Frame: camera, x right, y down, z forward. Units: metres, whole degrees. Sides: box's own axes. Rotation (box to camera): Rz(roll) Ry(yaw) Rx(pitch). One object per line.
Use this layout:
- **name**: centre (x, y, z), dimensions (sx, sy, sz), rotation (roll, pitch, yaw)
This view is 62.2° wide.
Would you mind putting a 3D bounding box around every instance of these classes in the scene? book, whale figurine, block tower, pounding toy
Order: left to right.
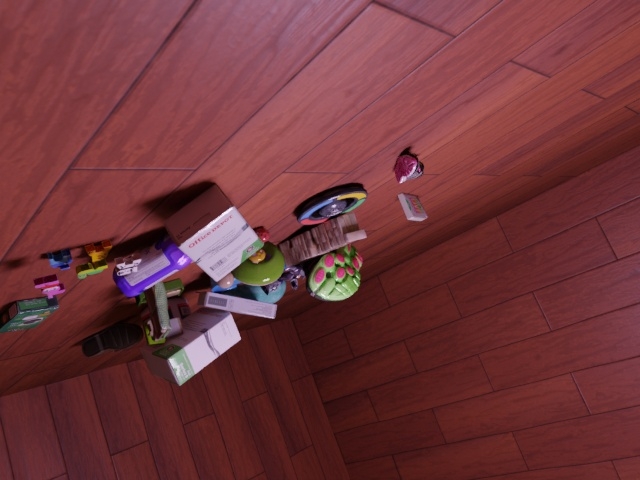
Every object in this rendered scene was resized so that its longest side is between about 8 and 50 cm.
- **pounding toy**: centre (-0.216, 0.039, 1.601), dimensions (0.237, 0.183, 0.110), rotation (-11, 139, -26)
- **whale figurine**: centre (-0.268, 0.207, 2.215), dimensions (0.272, 0.141, 0.216), rotation (-9, 164, -36)
- **block tower**: centre (0.000, 0.000, 1.802), dimensions (0.091, 0.097, 0.336), rotation (-16, 176, -43)
- **book**: centre (0.330, -0.120, 1.914), dimensions (0.035, 0.096, 0.144), rotation (-27, 167, 28)

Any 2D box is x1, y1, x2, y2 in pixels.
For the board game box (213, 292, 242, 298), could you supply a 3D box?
- **board game box**: centre (-0.338, 0.276, 2.315), dimensions (0.244, 0.042, 0.165), rotation (12, 175, 10)

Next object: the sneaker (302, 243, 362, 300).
- **sneaker**: centre (0.032, 0.130, 2.001), dimensions (0.202, 0.185, 0.483), rotation (-34, -177, 19)

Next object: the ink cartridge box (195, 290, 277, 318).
- **ink cartridge box**: centre (-0.338, 0.249, 2.058), dimensions (0.275, 0.060, 0.239), rotation (14, 168, -22)

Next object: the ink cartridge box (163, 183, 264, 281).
- **ink cartridge box**: centre (-0.242, -0.014, 1.234), dimensions (0.153, 0.087, 0.208), rotation (-37, 152, -6)

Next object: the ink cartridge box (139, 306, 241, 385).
- **ink cartridge box**: centre (-0.467, 0.373, 1.923), dimensions (0.211, 0.121, 0.289), rotation (2, -153, 45)

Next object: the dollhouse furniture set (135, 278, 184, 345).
- **dollhouse furniture set**: centre (-0.495, 0.217, 1.744), dimensions (0.151, 0.197, 0.301), rotation (-13, 166, -29)

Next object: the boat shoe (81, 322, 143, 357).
- **boat shoe**: centre (-0.848, 0.405, 2.216), dimensions (0.308, 0.110, 0.104), rotation (-15, 174, 21)

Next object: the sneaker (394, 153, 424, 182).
- **sneaker**: centre (0.258, -0.209, 1.494), dimensions (0.075, 0.063, 0.170), rotation (-20, 173, -5)

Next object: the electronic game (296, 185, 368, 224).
- **electronic game**: centre (0.036, -0.102, 1.613), dimensions (0.229, 0.048, 0.229), rotation (-21, 168, -5)

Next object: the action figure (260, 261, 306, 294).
- **action figure**: centre (-0.117, 0.128, 2.155), dimensions (0.285, 0.099, 0.185), rotation (-13, 130, -39)

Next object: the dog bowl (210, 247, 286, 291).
- **dog bowl**: centre (-0.264, 0.103, 1.936), dimensions (0.298, 0.074, 0.166), rotation (-18, 167, -14)

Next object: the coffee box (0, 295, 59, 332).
- **coffee box**: centre (-0.842, 0.213, 1.516), dimensions (0.184, 0.040, 0.113), rotation (-31, 164, 37)

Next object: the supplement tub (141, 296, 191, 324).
- **supplement tub**: centre (-0.587, 0.380, 2.114), dimensions (0.191, 0.272, 0.191), rotation (-20, 168, -4)

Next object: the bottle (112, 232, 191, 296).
- **bottle**: centre (-0.384, 0.035, 1.347), dimensions (0.283, 0.092, 0.118), rotation (-30, -160, 4)

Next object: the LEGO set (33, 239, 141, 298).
- **LEGO set**: centre (-0.549, 0.065, 1.250), dimensions (0.227, 0.087, 0.093), rotation (-15, 151, -27)
